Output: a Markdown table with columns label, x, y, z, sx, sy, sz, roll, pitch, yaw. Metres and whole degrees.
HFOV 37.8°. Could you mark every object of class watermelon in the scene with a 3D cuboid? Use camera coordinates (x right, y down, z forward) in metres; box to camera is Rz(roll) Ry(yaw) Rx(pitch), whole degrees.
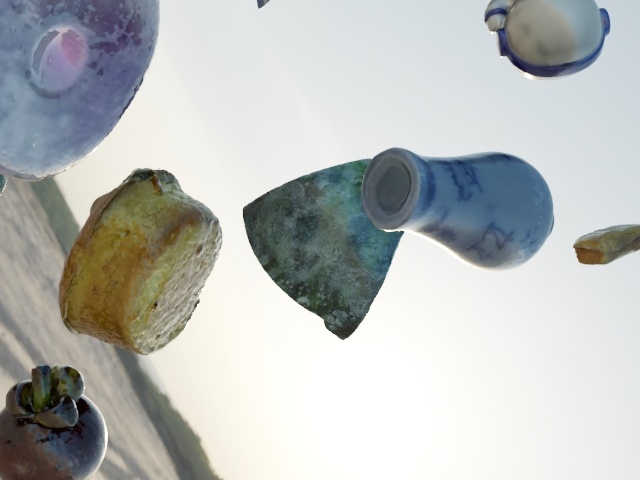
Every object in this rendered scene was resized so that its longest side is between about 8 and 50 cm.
| label | x | y | z | sx | sy | sz | roll | pitch | yaw |
| --- | --- | --- | --- | --- | --- | --- | --- | --- | --- |
| watermelon | 0.000 | 0.000 | 1.656 | 0.214 | 0.290 | 0.319 | -13 | 116 | -84 |

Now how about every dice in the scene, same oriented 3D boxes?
| label | x | y | z | sx | sy | sz | roll | pitch | yaw |
| --- | --- | --- | --- | --- | --- | --- | --- | --- | --- |
| dice | -0.356 | -0.239 | 0.982 | 0.271 | 0.270 | 0.270 | 32 | 0 | 27 |

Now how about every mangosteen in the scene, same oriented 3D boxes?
| label | x | y | z | sx | sy | sz | roll | pitch | yaw |
| --- | --- | --- | --- | --- | --- | --- | --- | --- | --- |
| mangosteen | -0.498 | 0.340 | 1.719 | 0.215 | 0.215 | 0.257 | -141 | -127 | -59 |

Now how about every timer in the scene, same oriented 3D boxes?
| label | x | y | z | sx | sy | sz | roll | pitch | yaw |
| --- | --- | --- | --- | --- | --- | --- | --- | --- | --- |
| timer | 0.293 | -0.388 | 1.329 | 0.270 | 0.271 | 0.383 | 87 | -5 | -62 |

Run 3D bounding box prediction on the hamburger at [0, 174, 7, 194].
| label | x | y | z | sx | sy | sz | roll | pitch | yaw |
| --- | --- | --- | --- | --- | --- | --- | --- | --- | --- |
| hamburger | -0.496 | -0.112 | 1.346 | 0.054 | 0.084 | 0.121 | 2 | -52 | 32 |

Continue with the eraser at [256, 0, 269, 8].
| label | x | y | z | sx | sy | sz | roll | pitch | yaw |
| --- | --- | --- | --- | --- | --- | --- | --- | --- | --- |
| eraser | -0.112 | -0.545 | 1.718 | 0.082 | 0.036 | 0.225 | -94 | 177 | -60 |

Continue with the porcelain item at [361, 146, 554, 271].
| label | x | y | z | sx | sy | sz | roll | pitch | yaw |
| --- | --- | --- | --- | --- | --- | --- | --- | --- | --- |
| porcelain item | 0.166 | -0.039 | 1.054 | 0.141 | 0.259 | 0.141 | -10 | -104 | 46 |

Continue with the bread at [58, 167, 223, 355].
| label | x | y | z | sx | sy | sz | roll | pitch | yaw |
| --- | --- | --- | --- | --- | --- | --- | --- | --- | --- |
| bread | -0.337 | 0.044 | 1.824 | 0.204 | 0.358 | 0.337 | 24 | 6 | 14 |

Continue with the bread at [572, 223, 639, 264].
| label | x | y | z | sx | sy | sz | roll | pitch | yaw |
| --- | --- | --- | --- | --- | --- | --- | --- | --- | --- |
| bread | 0.494 | 0.004 | 1.588 | 0.074 | 0.132 | 0.053 | 2 | -75 | 62 |
